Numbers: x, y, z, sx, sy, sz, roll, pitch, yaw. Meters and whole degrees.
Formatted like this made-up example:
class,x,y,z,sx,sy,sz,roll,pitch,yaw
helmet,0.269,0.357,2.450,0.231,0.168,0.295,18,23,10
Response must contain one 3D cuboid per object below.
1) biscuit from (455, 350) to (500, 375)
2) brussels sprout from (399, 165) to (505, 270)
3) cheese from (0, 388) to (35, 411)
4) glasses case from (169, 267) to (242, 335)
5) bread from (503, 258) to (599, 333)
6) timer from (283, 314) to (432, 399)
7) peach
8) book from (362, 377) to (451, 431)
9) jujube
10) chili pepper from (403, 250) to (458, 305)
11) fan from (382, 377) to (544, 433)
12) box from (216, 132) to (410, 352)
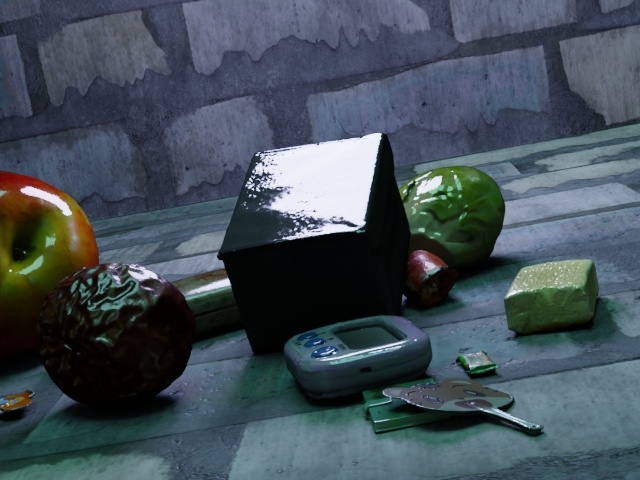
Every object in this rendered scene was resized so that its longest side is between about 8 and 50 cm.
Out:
class,x,y,z,sx,sy,sz,roll,pitch,yaw
biscuit,0.214,0.167,1.602,0.046,0.016,0.089,-11,10,-3
brussels sprout,0.232,-0.039,2.209,0.244,0.244,0.244,-10,10,2
cheese,-0.563,0.267,1.787,0.256,0.037,0.106,-13,12,-11
glasses case,-0.248,0.121,2.090,0.425,0.098,0.156,-14,12,-23
bread,0.355,0.082,1.779,0.125,0.068,0.188,-7,10,18
timer,0.052,0.162,1.649,0.190,0.069,0.208,-12,9,-10
peach,-0.605,0.050,2.178,0.388,0.388,0.388,-10,10,2
book,0.105,0.208,1.490,0.103,0.017,0.135,-10,10,-2
jujube,-0.310,0.138,1.746,0.232,0.213,0.213,-12,7,35
chili pepper,0.172,0.060,2.048,0.086,0.084,0.192,4,10,-19
fan,0.189,0.200,1.420,0.152,0.008,0.226,-3,10,-34
box,0.000,-0.001,1.951,0.251,0.204,0.345,-9,30,14
